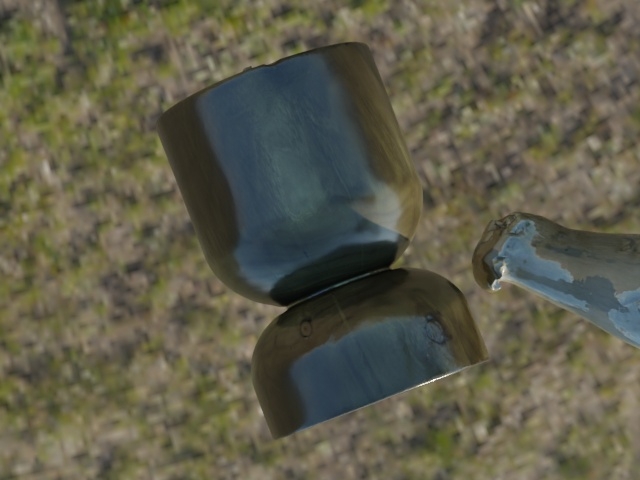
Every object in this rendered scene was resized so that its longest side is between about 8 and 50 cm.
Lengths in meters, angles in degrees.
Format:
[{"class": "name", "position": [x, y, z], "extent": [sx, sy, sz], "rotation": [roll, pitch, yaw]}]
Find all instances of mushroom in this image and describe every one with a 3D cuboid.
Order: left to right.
[{"class": "mushroom", "position": [0.237, 0.027, 1.559], "extent": [0.225, 0.116, 0.093], "rotation": [26, 128, 16]}]

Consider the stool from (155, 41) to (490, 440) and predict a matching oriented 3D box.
[{"class": "stool", "position": [0.000, 0.000, 1.471], "extent": [0.179, 0.264, 0.179], "rotation": [-21, 175, -2]}]
